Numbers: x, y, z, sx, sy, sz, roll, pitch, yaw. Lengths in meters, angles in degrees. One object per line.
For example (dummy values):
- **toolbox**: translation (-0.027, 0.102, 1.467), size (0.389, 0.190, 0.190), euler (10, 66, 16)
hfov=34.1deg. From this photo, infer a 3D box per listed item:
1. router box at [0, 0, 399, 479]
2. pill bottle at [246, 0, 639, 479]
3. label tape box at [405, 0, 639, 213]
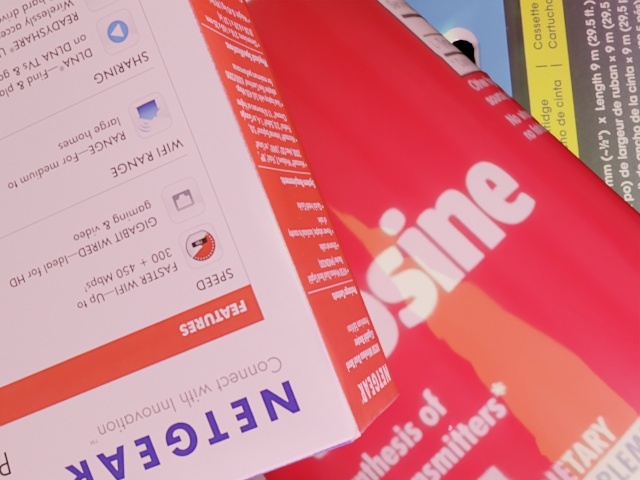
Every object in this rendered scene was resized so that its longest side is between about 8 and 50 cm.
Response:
- **router box**: translation (-0.182, -0.016, 0.401), size (0.335, 0.082, 0.301), euler (-22, 86, 13)
- **pill bottle**: translation (0.000, 0.000, 0.518), size (0.407, 0.229, 0.229), euler (44, 68, 9)
- **label tape box**: translation (0.222, -0.084, 0.680), size (0.347, 0.115, 0.249), euler (-4, 80, 4)
